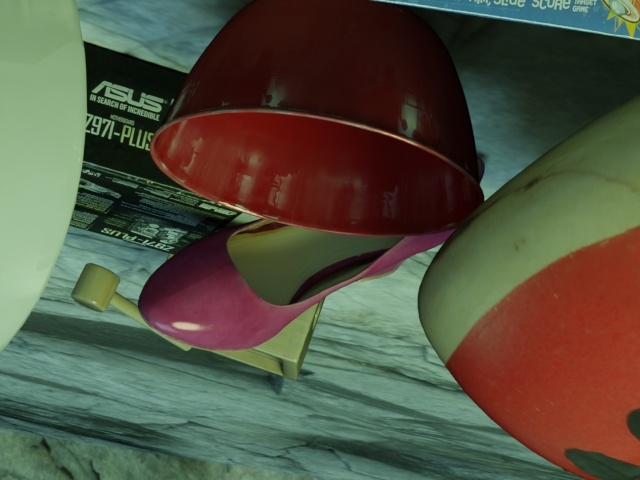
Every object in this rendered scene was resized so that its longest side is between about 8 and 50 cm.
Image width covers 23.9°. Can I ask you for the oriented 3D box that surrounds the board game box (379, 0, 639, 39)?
[{"bbox_3d":[0.038,-0.115,0.584,0.136,0.035,0.201,5,-165,-21],"label":"board game box"}]

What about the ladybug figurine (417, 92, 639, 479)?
[{"bbox_3d":[0.217,0.025,0.780,0.305,0.162,0.449,-11,165,-18],"label":"ladybug figurine"}]

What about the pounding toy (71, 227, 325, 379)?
[{"bbox_3d":[-0.102,0.040,1.290,0.206,0.094,0.181,19,168,3],"label":"pounding toy"}]

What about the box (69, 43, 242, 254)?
[{"bbox_3d":[-0.146,-0.061,0.990,0.180,0.077,0.147,16,162,-18],"label":"box"}]

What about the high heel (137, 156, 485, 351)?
[{"bbox_3d":[0.000,0.000,0.959,0.244,0.082,0.117,-9,153,-41],"label":"high heel"}]

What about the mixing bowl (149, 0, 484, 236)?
[{"bbox_3d":[0.006,-0.076,0.818,0.181,0.098,0.181,10,163,3],"label":"mixing bowl"}]

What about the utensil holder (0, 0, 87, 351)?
[{"bbox_3d":[-0.320,-0.051,0.525,0.328,0.327,0.385,0,-175,30],"label":"utensil holder"}]
